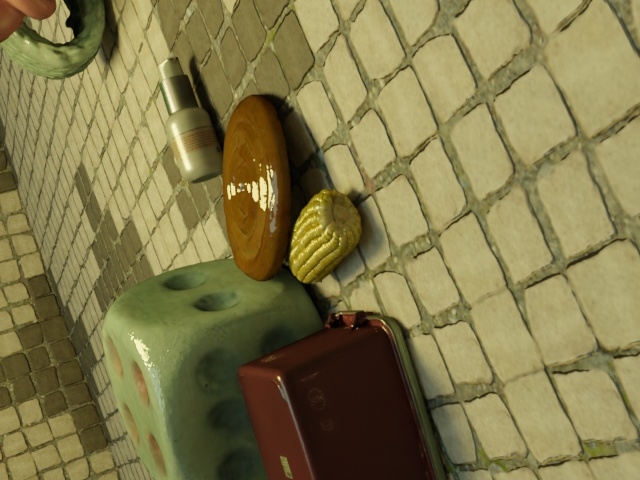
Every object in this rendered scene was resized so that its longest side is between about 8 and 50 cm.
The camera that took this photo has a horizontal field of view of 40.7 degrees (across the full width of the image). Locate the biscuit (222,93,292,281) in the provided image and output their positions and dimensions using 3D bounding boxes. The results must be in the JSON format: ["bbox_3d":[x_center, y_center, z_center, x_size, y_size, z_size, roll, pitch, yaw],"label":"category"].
[{"bbox_3d":[-0.095,-0.070,1.180,0.262,0.037,0.262,175,90,-69],"label":"biscuit"}]

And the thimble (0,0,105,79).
[{"bbox_3d":[-0.524,-0.437,1.649,0.250,0.205,0.172,66,162,-5],"label":"thimble"}]

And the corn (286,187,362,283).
[{"bbox_3d":[0.000,0.000,1.076,0.085,0.063,0.165,50,151,10],"label":"corn"}]

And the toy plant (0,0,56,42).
[{"bbox_3d":[-0.516,-0.499,1.458,0.317,0.356,0.210,56,-172,29],"label":"toy plant"}]

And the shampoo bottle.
[{"bbox_3d":[-0.209,-0.187,1.347,0.074,0.074,0.192,-29,81,63],"label":"shampoo bottle"}]

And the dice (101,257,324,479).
[{"bbox_3d":[-0.148,0.190,1.250,0.262,0.264,0.268,21,123,57],"label":"dice"}]

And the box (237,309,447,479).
[{"bbox_3d":[0.025,0.247,1.066,0.193,0.167,0.294,-12,95,62],"label":"box"}]
